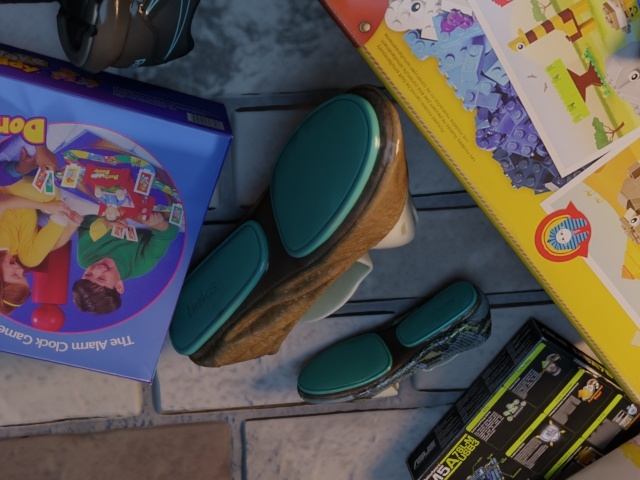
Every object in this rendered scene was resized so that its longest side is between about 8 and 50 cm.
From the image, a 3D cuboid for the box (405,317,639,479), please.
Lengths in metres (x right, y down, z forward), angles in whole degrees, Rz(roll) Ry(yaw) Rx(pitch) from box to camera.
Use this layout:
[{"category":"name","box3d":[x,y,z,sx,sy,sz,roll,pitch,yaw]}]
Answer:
[{"category":"box","box3d":[0.210,0.194,1.299,0.184,0.045,0.191,33,106,-19]}]

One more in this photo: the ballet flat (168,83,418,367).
[{"category":"ballet flat","box3d":[0.000,0.000,1.100,0.124,0.116,0.342,7,140,-32]}]

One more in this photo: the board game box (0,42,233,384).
[{"category":"board game box","box3d":[-0.271,-0.036,1.096,0.347,0.078,0.233,15,111,-15]}]

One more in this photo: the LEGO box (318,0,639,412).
[{"category":"LEGO box","box3d":[0.267,-0.145,1.069,0.372,0.193,0.500,-38,115,8]}]

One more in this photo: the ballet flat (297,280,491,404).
[{"category":"ballet flat","box3d":[0.071,0.106,1.228,0.188,0.070,0.070,-27,116,8]}]

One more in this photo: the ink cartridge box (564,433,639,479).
[{"category":"ink cartridge box","box3d":[0.328,0.286,1.282,0.353,0.119,0.207,-31,128,-1]}]

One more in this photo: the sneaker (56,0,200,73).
[{"category":"sneaker","box3d":[-0.124,-0.255,1.025,0.106,0.101,0.267,1,116,-33]}]
